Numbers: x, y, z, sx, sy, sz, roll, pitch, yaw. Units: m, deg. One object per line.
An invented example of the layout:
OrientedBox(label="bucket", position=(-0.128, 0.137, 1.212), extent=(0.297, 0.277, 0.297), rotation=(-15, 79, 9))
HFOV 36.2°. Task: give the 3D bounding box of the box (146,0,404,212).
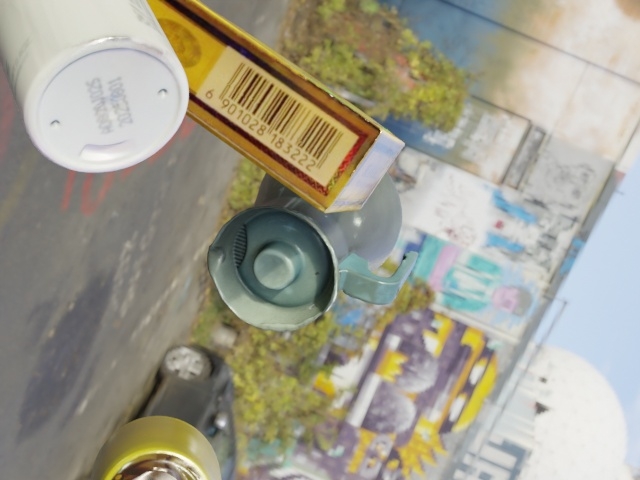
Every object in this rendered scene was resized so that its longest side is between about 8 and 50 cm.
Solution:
OrientedBox(label="box", position=(-0.079, -0.140, 0.845), extent=(0.084, 0.301, 0.193), rotation=(-55, 173, 7))

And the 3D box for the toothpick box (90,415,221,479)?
OrientedBox(label="toothpick box", position=(-0.208, 0.319, 1.244), extent=(0.271, 0.175, 0.175), rotation=(151, -37, -79))

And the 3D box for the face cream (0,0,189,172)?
OrientedBox(label="face cream", position=(-0.187, -0.188, 0.660), extent=(0.345, 0.102, 0.102), rotation=(60, -38, 38))

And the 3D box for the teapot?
OrientedBox(label="teapot", position=(0.000, 0.000, 1.047), extent=(0.225, 0.203, 0.171), rotation=(-48, 154, -64))
